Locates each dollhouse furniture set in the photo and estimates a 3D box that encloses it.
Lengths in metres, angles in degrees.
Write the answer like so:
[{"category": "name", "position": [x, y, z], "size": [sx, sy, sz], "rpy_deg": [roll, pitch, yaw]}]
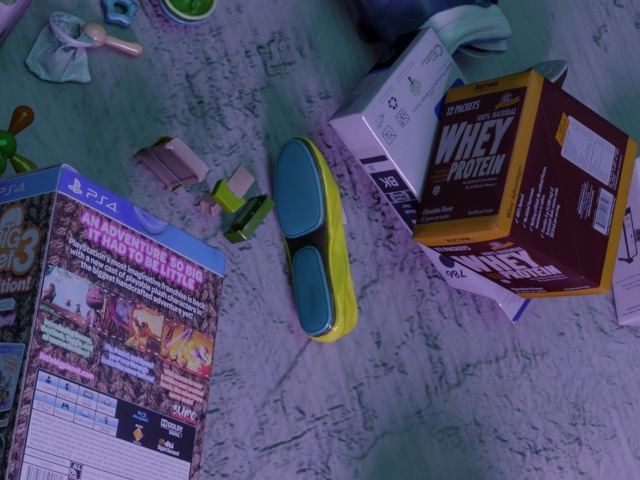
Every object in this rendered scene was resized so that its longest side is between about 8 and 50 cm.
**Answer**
[{"category": "dollhouse furniture set", "position": [-0.119, -0.068, 1.416], "size": [0.151, 0.076, 0.058], "rpy_deg": [45, 60, -21]}]

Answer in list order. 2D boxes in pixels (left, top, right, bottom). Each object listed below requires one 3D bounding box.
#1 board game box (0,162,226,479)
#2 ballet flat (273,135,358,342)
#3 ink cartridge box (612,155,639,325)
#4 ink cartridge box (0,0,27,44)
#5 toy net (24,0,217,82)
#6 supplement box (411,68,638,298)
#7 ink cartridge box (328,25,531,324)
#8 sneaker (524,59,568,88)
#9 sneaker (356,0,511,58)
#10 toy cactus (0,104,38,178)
[{"category": "board game box", "position": [-0.225, 0.114, 1.203], "size": [0.232, 0.141, 0.291], "rpy_deg": [32, 57, -48]}, {"category": "ballet flat", "position": [0.000, 0.000, 1.468], "size": [0.077, 0.077, 0.231], "rpy_deg": [5, 73, -50]}, {"category": "ink cartridge box", "position": [0.449, 0.004, 1.699], "size": [0.148, 0.086, 0.203], "rpy_deg": [5, 71, -28]}, {"category": "ink cartridge box", "position": [-0.316, -0.279, 1.291], "size": [0.092, 0.219, 0.160], "rpy_deg": [32, 60, -13]}, {"category": "toy net", "position": [-0.226, -0.253, 1.434], "size": [0.232, 0.045, 0.122], "rpy_deg": [-34, 92, -33]}, {"category": "supplement box", "position": [0.232, -0.057, 1.483], "size": [0.194, 0.129, 0.191], "rpy_deg": [27, 69, -34]}, {"category": "ink cartridge box", "position": [0.159, -0.070, 1.548], "size": [0.332, 0.065, 0.165], "rpy_deg": [52, 56, -22]}, {"category": "sneaker", "position": [0.275, -0.169, 1.690], "size": [0.158, 0.061, 0.065], "rpy_deg": [-52, 128, -30]}, {"category": "sneaker", "position": [0.167, -0.343, 1.647], "size": [0.236, 0.130, 0.323], "rpy_deg": [51, 54, -15]}, {"category": "toy cactus", "position": [-0.371, -0.107, 1.243], "size": [0.180, 0.219, 0.112], "rpy_deg": [18, 82, 18]}]
